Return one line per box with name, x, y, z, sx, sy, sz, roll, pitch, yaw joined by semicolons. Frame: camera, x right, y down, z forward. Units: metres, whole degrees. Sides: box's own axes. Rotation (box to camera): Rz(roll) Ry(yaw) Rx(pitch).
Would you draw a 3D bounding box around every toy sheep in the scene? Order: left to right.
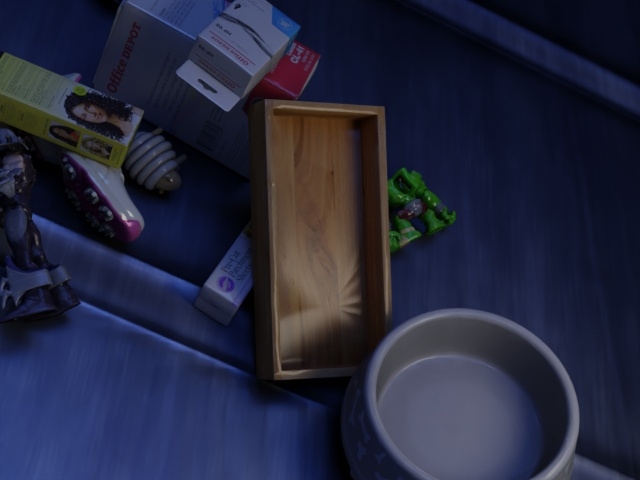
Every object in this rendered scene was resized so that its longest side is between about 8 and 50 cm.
toy sheep;-0.268;-0.130;1.818;0.132;0.091;0.091;46;49;5

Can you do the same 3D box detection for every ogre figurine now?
ogre figurine;0.145;-0.056;1.968;0.197;0.097;0.118;-24;81;-25

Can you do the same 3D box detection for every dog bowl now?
dog bowl;0.206;0.247;1.642;0.349;0.102;0.348;4;53;-6

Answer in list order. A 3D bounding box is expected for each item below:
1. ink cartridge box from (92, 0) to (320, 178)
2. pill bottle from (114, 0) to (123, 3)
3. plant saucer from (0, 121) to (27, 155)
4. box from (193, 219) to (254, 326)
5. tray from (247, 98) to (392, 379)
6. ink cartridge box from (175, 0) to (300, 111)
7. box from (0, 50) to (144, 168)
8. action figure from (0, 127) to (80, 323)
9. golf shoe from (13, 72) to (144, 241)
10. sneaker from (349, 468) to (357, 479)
ink cartridge box;-0.187;-0.272;1.868;0.306;0.226;0.131;31;50;-5
pill bottle;-0.357;-0.501;2.013;0.246;0.130;0.130;45;49;8
plant saucer;-0.598;-0.249;1.644;0.332;0.081;0.333;58;10;15
box;-0.092;-0.003;1.828;0.067;0.063;0.324;34;49;0
tray;0.000;0.000;1.750;0.203;0.076;0.410;0;86;-27
ink cartridge box;-0.122;-0.285;1.724;0.104;0.060;0.180;37;52;1
box;-0.382;-0.191;1.680;0.232;0.058;0.087;21;47;-8
action figure;-0.421;-0.031;1.599;0.099;0.185;0.285;-16;83;-1
golf shoe;-0.346;-0.136;1.753;0.140;0.115;0.306;-34;77;-27
sneaker;0.132;0.330;1.691;0.178;0.077;0.072;14;51;-17
